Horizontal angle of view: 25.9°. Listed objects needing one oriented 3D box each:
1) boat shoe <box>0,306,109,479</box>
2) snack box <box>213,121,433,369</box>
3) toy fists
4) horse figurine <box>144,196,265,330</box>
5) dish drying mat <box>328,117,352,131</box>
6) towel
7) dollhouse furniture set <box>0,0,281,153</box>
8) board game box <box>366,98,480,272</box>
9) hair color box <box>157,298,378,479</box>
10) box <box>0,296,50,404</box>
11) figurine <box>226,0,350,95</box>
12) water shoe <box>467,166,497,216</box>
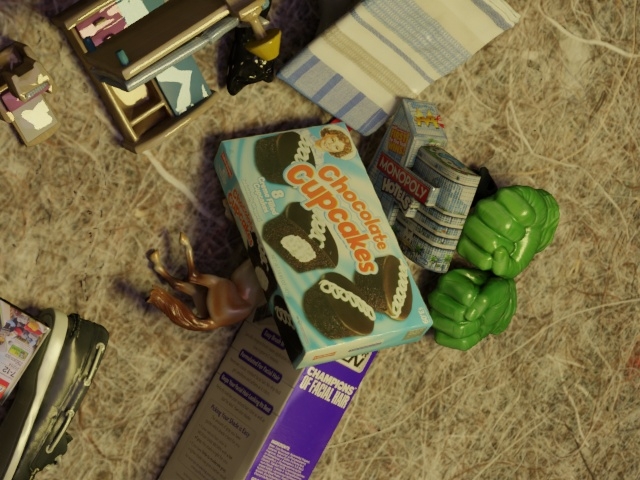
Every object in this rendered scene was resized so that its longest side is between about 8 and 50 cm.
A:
[{"bbox_3d":[-0.356,0.240,1.780,0.091,0.114,0.303,21,93,-28],"label":"boat shoe"},{"bbox_3d":[0.000,0.000,1.831,0.187,0.322,0.060,-11,154,-25],"label":"snack box"},{"bbox_3d":[0.250,0.043,2.057,0.142,0.096,0.279,-3,127,-40],"label":"toy fists"},{"bbox_3d":[-0.112,0.040,1.868,0.263,0.066,0.174,-37,94,-20],"label":"horse figurine"},{"bbox_3d":[0.028,-0.161,1.961,0.083,0.008,0.032,-41,124,-16],"label":"dish drying mat"},{"bbox_3d":[0.106,-0.259,1.845,0.285,0.034,0.209,-36,143,19],"label":"towel"},{"bbox_3d":[-0.203,-0.172,1.639,0.286,0.303,0.198,-37,119,-17],"label":"dollhouse furniture set"},{"bbox_3d":[0.131,-0.085,1.913,0.060,0.194,0.194,3,114,-32],"label":"board game box"},{"bbox_3d":[-0.074,0.241,1.910,0.110,0.185,0.339,28,89,-34],"label":"hair color box"},{"bbox_3d":[-0.449,0.102,1.701,0.207,0.036,0.114,33,86,-20],"label":"box"},{"bbox_3d":[-0.036,-0.307,1.842,0.214,0.092,0.210,-15,120,-28],"label":"figurine"},{"bbox_3d":[0.173,-0.051,2.057,0.203,0.073,0.080,-21,93,-30],"label":"water shoe"}]
